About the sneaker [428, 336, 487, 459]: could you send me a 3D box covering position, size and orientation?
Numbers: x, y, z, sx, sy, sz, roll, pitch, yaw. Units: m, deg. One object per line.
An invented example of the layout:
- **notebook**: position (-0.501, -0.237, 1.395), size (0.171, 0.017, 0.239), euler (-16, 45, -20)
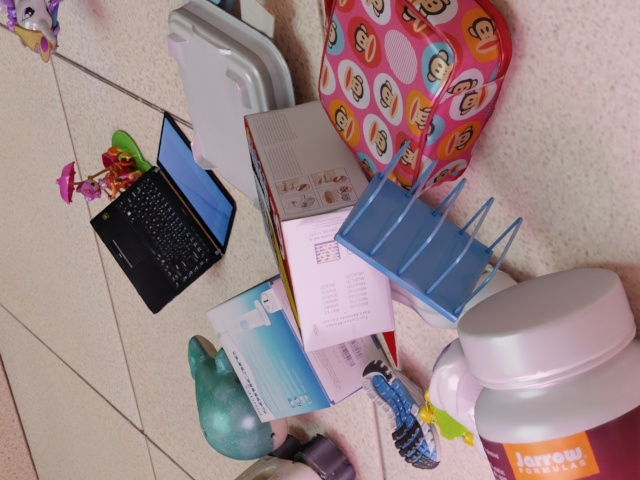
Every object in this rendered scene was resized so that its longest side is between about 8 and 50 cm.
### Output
- **sneaker**: position (0.240, 0.210, 1.625), size (0.152, 0.114, 0.305), euler (26, 166, 40)

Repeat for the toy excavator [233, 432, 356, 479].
- **toy excavator**: position (0.042, 0.575, 2.268), size (0.445, 0.222, 0.433), euler (56, 156, -13)

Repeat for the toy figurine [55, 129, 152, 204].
- **toy figurine**: position (-0.416, -0.112, 2.482), size (0.173, 0.159, 0.130), euler (39, 143, 38)

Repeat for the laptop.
- **laptop**: position (-0.286, -0.046, 2.338), size (0.234, 0.264, 0.136), euler (53, -173, 22)

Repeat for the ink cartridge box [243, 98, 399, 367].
- **ink cartridge box**: position (0.000, 0.000, 1.771), size (0.309, 0.130, 0.271), euler (-111, 10, -58)

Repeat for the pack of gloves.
- **pack of gloves**: position (-0.115, -0.318, 1.938), size (0.195, 0.046, 0.232), euler (46, 155, 24)

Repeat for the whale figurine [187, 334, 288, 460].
- **whale figurine**: position (-0.174, 0.281, 2.327), size (0.272, 0.141, 0.216), euler (39, 146, 41)

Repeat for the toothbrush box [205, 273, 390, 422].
- **toothbrush box**: position (-0.043, 0.161, 2.107), size (0.216, 0.126, 0.295), euler (62, 152, 1)

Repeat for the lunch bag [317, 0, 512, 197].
- **lunch bag**: position (0.090, -0.215, 1.568), size (0.258, 0.120, 0.293), euler (51, 150, 24)

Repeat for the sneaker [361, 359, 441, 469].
- **sneaker**: position (0.138, 0.254, 1.919), size (0.071, 0.083, 0.190), euler (-49, 49, 27)

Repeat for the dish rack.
- **dish rack**: position (-0.133, -0.189, 1.990), size (0.285, 0.072, 0.332), euler (38, 149, 41)

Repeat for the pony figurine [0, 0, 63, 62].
- **pony figurine**: position (-0.578, -0.509, 2.362), size (0.351, 0.303, 0.363), euler (12, 108, 46)

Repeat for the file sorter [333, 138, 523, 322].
- **file sorter**: position (0.127, -0.017, 1.496), size (0.170, 0.118, 0.104), euler (35, 141, -1)

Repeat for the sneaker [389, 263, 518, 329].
- **sneaker**: position (0.148, 0.032, 1.690), size (0.290, 0.106, 0.123), euler (16, 129, 56)

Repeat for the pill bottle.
- **pill bottle**: position (0.305, 0.244, 1.473), size (0.224, 0.224, 0.392), euler (-2, 112, 60)

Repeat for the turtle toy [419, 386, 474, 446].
- **turtle toy**: position (0.192, 0.238, 1.830), size (0.095, 0.066, 0.130), euler (27, 143, 14)
